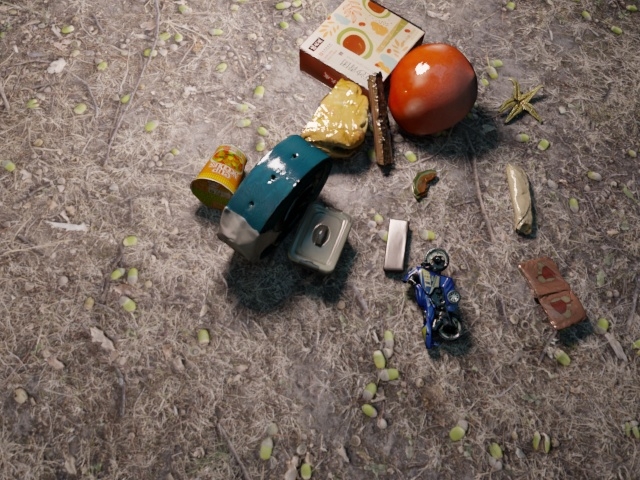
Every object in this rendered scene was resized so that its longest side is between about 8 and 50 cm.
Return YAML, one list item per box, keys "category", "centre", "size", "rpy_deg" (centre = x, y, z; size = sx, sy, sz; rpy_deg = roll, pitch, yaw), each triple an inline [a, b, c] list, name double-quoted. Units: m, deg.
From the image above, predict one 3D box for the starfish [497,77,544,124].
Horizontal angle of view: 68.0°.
- category: "starfish"
  centre: [0.788, -0.535, 1.856]
  size: [0.223, 0.050, 0.217]
  rpy_deg: [-37, 80, -3]

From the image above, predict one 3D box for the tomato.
- category: "tomato"
  centre: [0.404, -0.539, 1.696]
  size: [0.321, 0.321, 0.322]
  rpy_deg: [1, 68, -2]

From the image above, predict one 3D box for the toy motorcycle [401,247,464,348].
- category: "toy motorcycle"
  centre: [0.355, 0.182, 1.521]
  size: [0.168, 0.113, 0.316]
  rpy_deg: [-10, 77, 5]

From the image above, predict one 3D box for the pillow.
- category: "pillow"
  centre: [0.765, 0.170, 1.573]
  size: [0.135, 0.049, 0.249]
  rpy_deg: [-17, 66, -10]

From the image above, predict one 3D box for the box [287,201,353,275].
- category: "box"
  centre: [0.000, 0.000, 1.565]
  size: [0.162, 0.130, 0.227]
  rpy_deg: [21, 70, 5]

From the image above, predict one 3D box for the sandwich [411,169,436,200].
- category: "sandwich"
  centre: [0.367, -0.208, 1.716]
  size: [0.067, 0.029, 0.135]
  rpy_deg: [26, 70, 9]

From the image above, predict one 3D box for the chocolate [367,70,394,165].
- category: "chocolate"
  centre: [0.209, -0.431, 1.694]
  size: [0.065, 0.102, 0.330]
  rpy_deg: [-4, 104, 23]

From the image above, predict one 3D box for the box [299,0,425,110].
- category: "box"
  centre: [0.164, -0.754, 1.878]
  size: [0.344, 0.122, 0.385]
  rpy_deg: [35, 71, 10]

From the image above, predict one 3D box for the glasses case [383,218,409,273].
- category: "glasses case"
  centre: [0.258, 0.018, 1.615]
  size: [0.071, 0.042, 0.191]
  rpy_deg: [7, 68, 8]

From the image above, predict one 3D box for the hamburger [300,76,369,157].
- category: "hamburger"
  centre: [0.075, -0.402, 1.713]
  size: [0.208, 0.162, 0.330]
  rpy_deg: [30, 68, 7]

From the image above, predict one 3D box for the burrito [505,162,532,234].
- category: "burrito"
  centre: [0.709, -0.153, 1.694]
  size: [0.082, 0.059, 0.276]
  rpy_deg: [9, 68, -14]

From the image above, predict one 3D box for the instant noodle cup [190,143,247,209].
- category: "instant noodle cup"
  centre: [-0.336, -0.226, 1.635]
  size: [0.168, 0.168, 0.185]
  rpy_deg: [16, 59, 4]

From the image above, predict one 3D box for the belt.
- category: "belt"
  centre: [-0.142, -0.136, 1.519]
  size: [0.173, 0.300, 0.437]
  rpy_deg: [32, 74, 10]
